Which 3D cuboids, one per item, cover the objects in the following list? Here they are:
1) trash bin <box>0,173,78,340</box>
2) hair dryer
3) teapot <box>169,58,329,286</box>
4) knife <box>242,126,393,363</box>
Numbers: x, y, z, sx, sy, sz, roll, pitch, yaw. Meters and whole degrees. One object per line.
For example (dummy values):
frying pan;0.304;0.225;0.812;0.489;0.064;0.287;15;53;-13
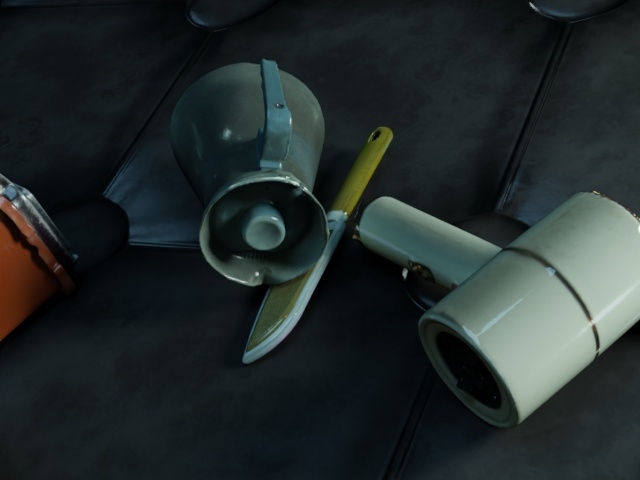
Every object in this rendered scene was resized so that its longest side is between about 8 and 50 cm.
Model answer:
trash bin;-0.404;0.037;1.441;0.161;0.184;0.239;22;61;40
hair dryer;0.134;0.025;1.281;0.203;0.128;0.362;-38;34;-18
teapot;-0.066;-0.083;1.404;0.171;0.203;0.225;3;36;-12
knife;-0.001;0.000;1.424;0.061;0.027;0.343;-8;41;37
